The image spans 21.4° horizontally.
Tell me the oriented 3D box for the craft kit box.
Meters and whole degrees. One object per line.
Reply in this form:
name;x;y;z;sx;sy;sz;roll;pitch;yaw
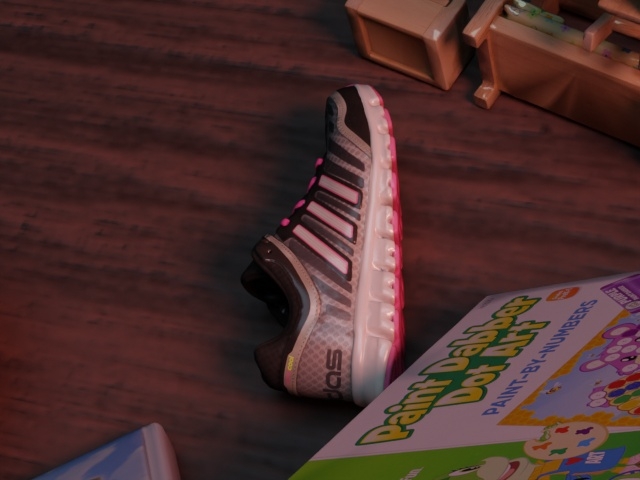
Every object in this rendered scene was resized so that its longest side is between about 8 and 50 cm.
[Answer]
craft kit box;0.122;0.069;0.583;0.246;0.061;0.250;-14;12;33

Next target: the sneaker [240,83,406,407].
sneaker;0.000;0.000;0.780;0.074;0.063;0.170;-3;61;5

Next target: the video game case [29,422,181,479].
video game case;-0.140;0.150;0.661;0.193;0.023;0.212;-25;14;-3

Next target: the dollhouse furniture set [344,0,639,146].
dollhouse furniture set;0.105;-0.141;0.788;0.182;0.161;0.101;25;66;26
